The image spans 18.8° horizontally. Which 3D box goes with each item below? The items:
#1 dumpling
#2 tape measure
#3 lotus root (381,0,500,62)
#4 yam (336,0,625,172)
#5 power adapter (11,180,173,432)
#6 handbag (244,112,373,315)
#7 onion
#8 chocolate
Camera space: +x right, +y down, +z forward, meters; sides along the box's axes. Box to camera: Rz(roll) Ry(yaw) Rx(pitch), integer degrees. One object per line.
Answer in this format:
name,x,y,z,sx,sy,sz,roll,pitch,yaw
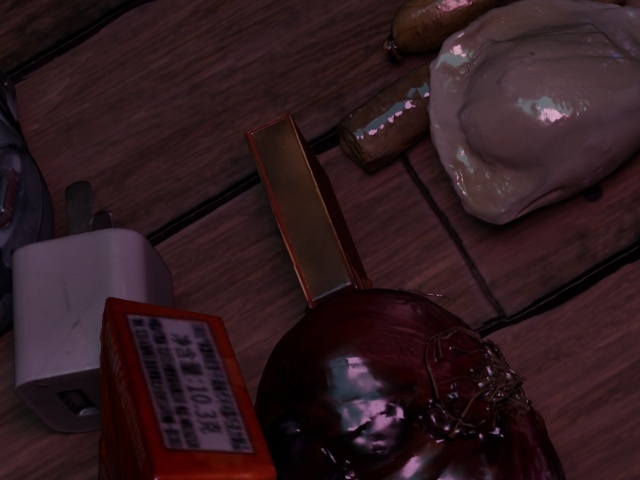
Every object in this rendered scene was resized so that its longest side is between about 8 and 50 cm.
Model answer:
dumpling,0.201,-0.133,1.673,0.252,0.131,0.179,-34,67,-5
tape measure,-0.381,-0.024,1.777,0.256,0.147,0.275,-20,59,6
lotus root,0.121,-0.215,1.774,0.152,0.072,0.063,-31,81,2
yam,0.149,-0.162,1.748,0.299,0.066,0.066,-33,60,-5
power adapter,-0.199,0.049,1.700,0.125,0.130,0.205,-11,61,10
handbag,0.000,0.000,1.671,0.063,0.127,0.190,-23,60,5
onion,0.072,0.172,1.521,0.281,0.221,0.281,1,92,25
chocolate,-0.111,0.199,1.512,0.108,0.235,0.237,-3,32,-13
